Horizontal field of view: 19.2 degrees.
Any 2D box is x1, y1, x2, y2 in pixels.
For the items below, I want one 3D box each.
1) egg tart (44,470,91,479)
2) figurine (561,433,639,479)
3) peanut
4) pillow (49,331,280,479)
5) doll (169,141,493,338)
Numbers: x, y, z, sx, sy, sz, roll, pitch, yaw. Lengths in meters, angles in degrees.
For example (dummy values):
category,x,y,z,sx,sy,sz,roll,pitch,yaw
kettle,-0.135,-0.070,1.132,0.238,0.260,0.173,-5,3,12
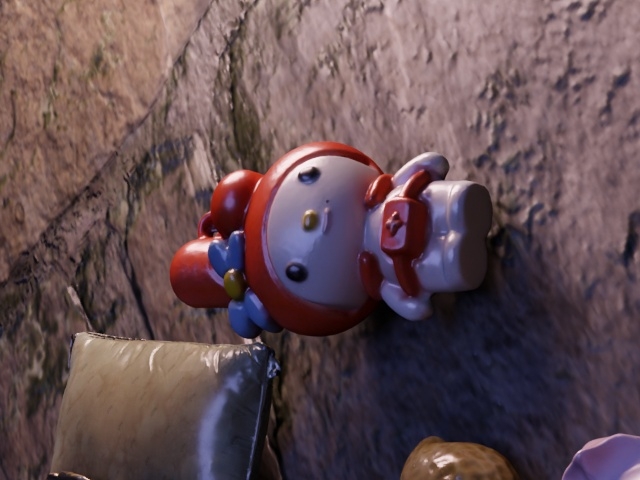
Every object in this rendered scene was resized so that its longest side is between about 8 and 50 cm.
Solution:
category,x,y,z,sx,sy,sz,roll,pitch,yaw
egg tart,-0.214,0.321,1.630,0.252,0.098,0.232,55,126,31
figurine,0.238,0.236,1.140,0.200,0.133,0.276,-46,46,22
peanut,0.117,0.204,1.340,0.089,0.089,0.193,-58,36,15
pillow,-0.145,0.175,1.658,0.302,0.075,0.184,0,78,50
doll,0.000,0.000,1.518,0.290,0.130,0.161,-2,79,34
